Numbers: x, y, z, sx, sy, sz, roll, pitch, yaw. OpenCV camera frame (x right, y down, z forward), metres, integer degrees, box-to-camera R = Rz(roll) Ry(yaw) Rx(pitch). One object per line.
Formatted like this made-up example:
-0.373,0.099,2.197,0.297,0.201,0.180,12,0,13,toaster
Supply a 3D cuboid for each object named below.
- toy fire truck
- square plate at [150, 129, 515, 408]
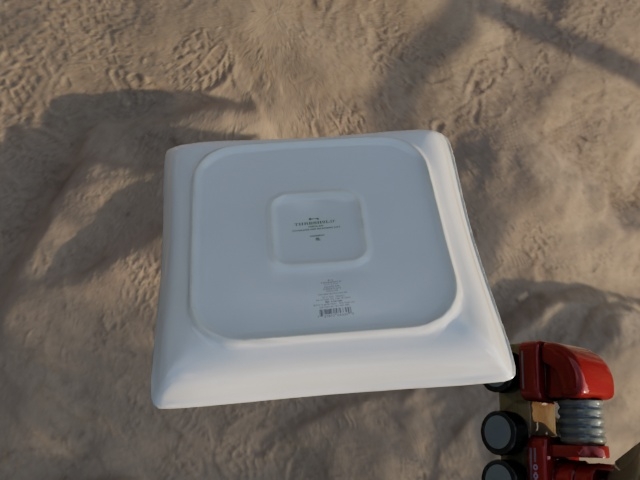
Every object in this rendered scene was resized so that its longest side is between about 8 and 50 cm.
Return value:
0.317,0.230,0.877,0.158,0.246,0.217,14,71,-37,toy fire truck
0.000,0.000,0.757,0.346,0.344,0.049,-4,141,-3,square plate
